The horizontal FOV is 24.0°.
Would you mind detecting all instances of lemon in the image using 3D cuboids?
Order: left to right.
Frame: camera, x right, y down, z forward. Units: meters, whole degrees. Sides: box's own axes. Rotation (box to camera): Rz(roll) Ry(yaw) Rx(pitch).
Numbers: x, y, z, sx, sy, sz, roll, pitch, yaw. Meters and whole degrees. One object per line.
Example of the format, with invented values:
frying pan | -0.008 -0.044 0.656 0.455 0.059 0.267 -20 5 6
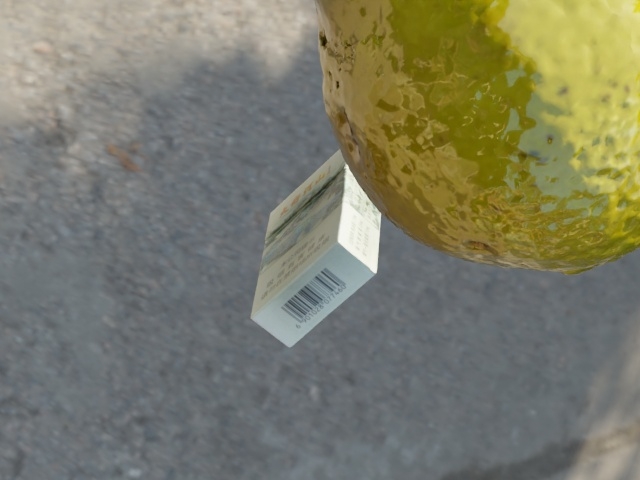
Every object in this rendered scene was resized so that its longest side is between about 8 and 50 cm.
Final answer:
lemon | 0.117 -0.094 0.844 0.228 0.228 0.253 -52 134 -16

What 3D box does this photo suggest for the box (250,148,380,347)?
box | 0.000 0.000 1.931 0.069 0.256 0.164 39 117 -18
